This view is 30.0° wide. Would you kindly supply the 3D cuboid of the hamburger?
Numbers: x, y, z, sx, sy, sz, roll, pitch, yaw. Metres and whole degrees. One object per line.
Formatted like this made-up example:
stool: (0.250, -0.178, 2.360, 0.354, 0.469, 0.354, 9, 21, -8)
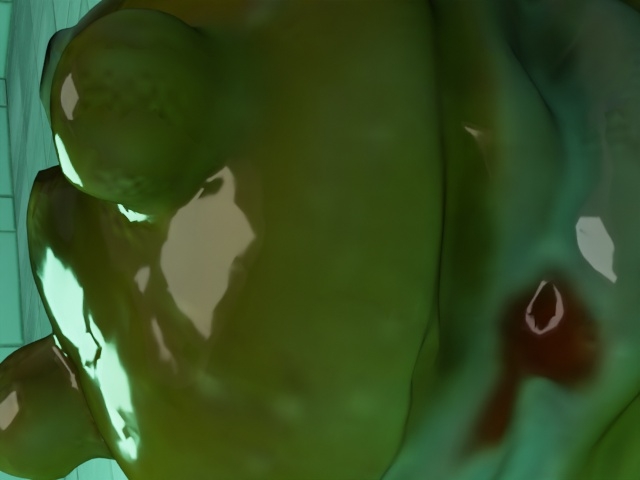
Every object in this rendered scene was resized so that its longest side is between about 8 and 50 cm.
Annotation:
hamburger: (0.000, 0.000, 0.450, 0.276, 0.237, 0.276, -176, 90, -69)
